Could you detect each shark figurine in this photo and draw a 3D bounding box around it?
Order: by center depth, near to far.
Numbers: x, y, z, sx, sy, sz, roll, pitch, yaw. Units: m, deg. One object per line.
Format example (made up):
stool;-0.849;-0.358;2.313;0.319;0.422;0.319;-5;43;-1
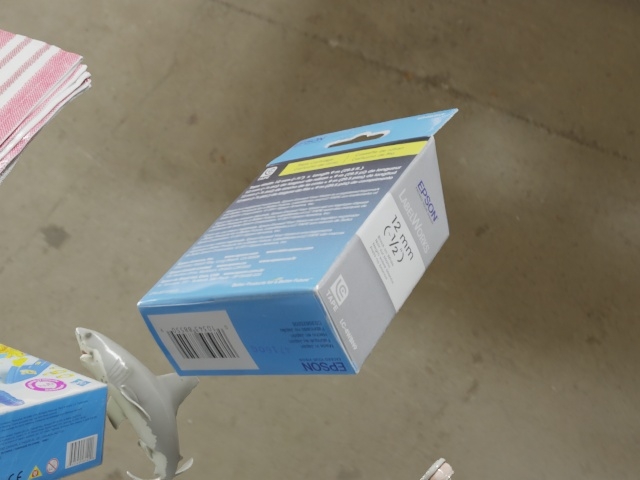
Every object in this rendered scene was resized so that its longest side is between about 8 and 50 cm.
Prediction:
shark figurine;-0.201;0.227;1.480;0.116;0.278;0.166;-37;35;-27

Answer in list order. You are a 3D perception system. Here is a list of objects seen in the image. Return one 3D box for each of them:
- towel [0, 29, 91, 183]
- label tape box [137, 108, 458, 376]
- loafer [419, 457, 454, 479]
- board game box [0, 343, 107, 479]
towel;-0.273;-0.106;0.775;0.197;0.029;0.144;18;41;9
label tape box;0.000;0.000;1.262;0.249;0.115;0.347;-7;29;38
loafer;0.089;0.231;0.962;0.039;0.125;0.045;40;43;17
board game box;-0.414;0.161;1.063;0.302;0.308;0.086;14;103;33
